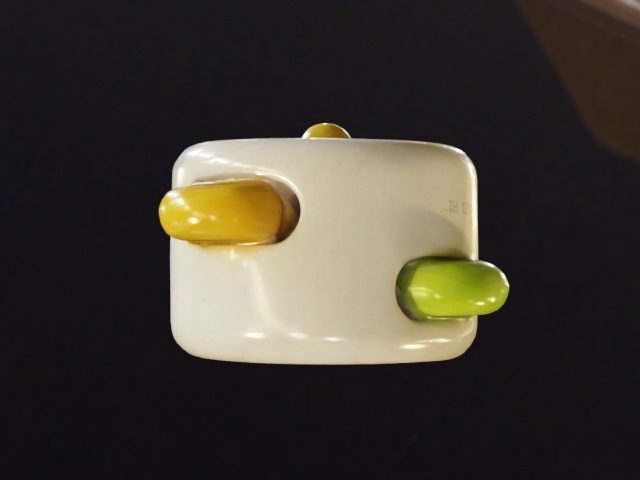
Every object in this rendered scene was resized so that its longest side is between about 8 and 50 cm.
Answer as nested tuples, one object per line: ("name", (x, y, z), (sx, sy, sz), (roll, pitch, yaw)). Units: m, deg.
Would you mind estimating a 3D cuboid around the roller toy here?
("roller toy", (0.000, 0.000, 1.120), (0.209, 0.146, 0.191), (0, 179, -9))
